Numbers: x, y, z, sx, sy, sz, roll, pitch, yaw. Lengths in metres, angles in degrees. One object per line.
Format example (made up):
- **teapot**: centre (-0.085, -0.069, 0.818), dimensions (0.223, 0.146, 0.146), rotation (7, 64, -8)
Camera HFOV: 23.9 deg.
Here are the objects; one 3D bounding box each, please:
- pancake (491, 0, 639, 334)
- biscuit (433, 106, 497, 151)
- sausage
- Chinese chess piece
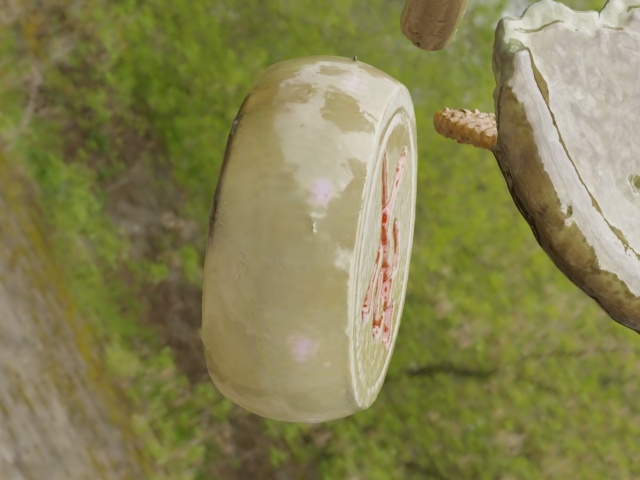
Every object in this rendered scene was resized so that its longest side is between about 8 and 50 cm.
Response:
- **pancake**: centre (0.190, -0.092, 0.761), dimensions (0.033, 0.288, 0.286), rotation (-21, -92, 55)
- **biscuit**: centre (0.241, -0.105, 1.609), dimensions (0.254, 0.254, 0.035), rotation (-134, -126, -74)
- **sausage**: centre (0.108, -0.246, 1.341), dimensions (0.066, 0.066, 0.301), rotation (60, -5, 11)
- **Chinese chess piece**: centre (0.000, 0.000, 1.024), dimensions (0.251, 0.097, 0.251), rotation (8, 90, -78)
